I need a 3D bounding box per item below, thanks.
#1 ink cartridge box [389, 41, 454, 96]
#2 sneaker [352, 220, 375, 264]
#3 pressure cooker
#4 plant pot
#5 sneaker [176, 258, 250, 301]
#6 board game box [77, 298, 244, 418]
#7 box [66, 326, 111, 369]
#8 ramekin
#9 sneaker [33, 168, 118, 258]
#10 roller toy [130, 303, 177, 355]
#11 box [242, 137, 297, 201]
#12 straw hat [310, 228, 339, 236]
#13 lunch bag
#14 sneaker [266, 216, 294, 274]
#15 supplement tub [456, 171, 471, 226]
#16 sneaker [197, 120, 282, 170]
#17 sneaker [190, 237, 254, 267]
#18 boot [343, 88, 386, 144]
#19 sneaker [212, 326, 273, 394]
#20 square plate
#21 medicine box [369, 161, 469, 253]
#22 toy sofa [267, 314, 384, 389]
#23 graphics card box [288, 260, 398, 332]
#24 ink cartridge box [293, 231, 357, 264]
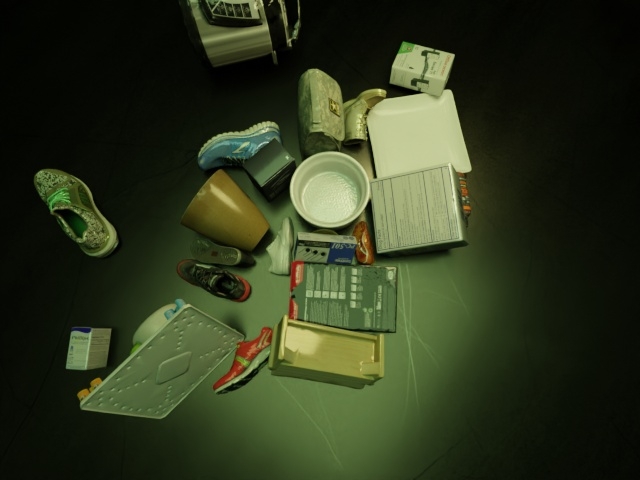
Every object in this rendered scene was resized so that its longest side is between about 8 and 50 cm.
[{"bbox_3d":[0.388,-0.655,1.667,0.209,0.087,0.153,19,65,10],"label":"ink cartridge box"},{"bbox_3d":[0.158,0.011,1.575,0.064,0.067,0.175,-24,56,36],"label":"sneaker"},{"bbox_3d":[-0.285,-0.863,1.605,0.421,0.369,0.375,-13,62,-3],"label":"pressure cooker"},{"bbox_3d":[-0.314,-0.078,1.534,0.254,0.237,0.237,37,81,-8],"label":"plant pot"},{"bbox_3d":[-0.384,0.131,1.521,0.276,0.135,0.097,22,82,7],"label":"sneaker"},{"bbox_3d":[-0.466,0.380,1.353,0.390,0.390,0.050,-44,61,-7],"label":"board game box"},{"bbox_3d":[-0.785,0.364,1.484,0.072,0.126,0.137,2,78,3],"label":"box"},{"bbox_3d":[0.035,-0.166,1.569,0.277,0.135,0.277,-1,78,2],"label":"ramekin"},{"bbox_3d":[-0.897,-0.121,1.556,0.158,0.182,0.410,-44,81,-7],"label":"sneaker"},{"bbox_3d":[-0.504,0.319,1.453,0.146,0.191,0.209,41,99,8],"label":"roller toy"},{"bbox_3d":[-0.172,-0.246,1.555,0.153,0.207,0.108,-40,81,-7],"label":"box"},{"bbox_3d":[0.000,0.000,1.574,0.145,0.144,0.061,-10,37,-1],"label":"straw hat"},{"bbox_3d":[-0.002,-0.431,1.551,0.169,0.287,0.235,-4,78,1],"label":"lunch bag"},{"bbox_3d":[-0.149,0.016,1.574,0.094,0.080,0.212,2,79,13],"label":"sneaker"},{"bbox_3d":[0.483,-0.140,1.575,0.106,0.106,0.197,-6,79,0],"label":"supplement tub"},{"bbox_3d":[-0.294,-0.323,1.615,0.330,0.130,0.147,-21,76,-3],"label":"sneaker"},{"bbox_3d":[-0.354,0.056,1.560,0.222,0.118,0.083,15,83,25],"label":"sneaker"},{"bbox_3d":[0.160,-0.452,1.611,0.077,0.213,0.165,7,77,-41],"label":"boot"},{"bbox_3d":[-0.259,0.408,1.491,0.279,0.107,0.118,-40,69,-15],"label":"sneaker"},{"bbox_3d":[0.359,-0.386,1.652,0.348,0.049,0.343,-9,76,-1],"label":"square plate"},{"bbox_3d":[0.334,-0.095,1.496,0.289,0.149,0.263,-10,77,25],"label":"medicine box"},{"bbox_3d":[0.017,0.371,1.432,0.363,0.177,0.150,13,56,-12],"label":"toy sofa"},{"bbox_3d":[0.079,0.197,1.519,0.371,0.094,0.232,2,78,3],"label":"graphics card box"},{"bbox_3d":[0.016,0.028,1.530,0.207,0.097,0.046,5,37,-12],"label":"ink cartridge box"}]
